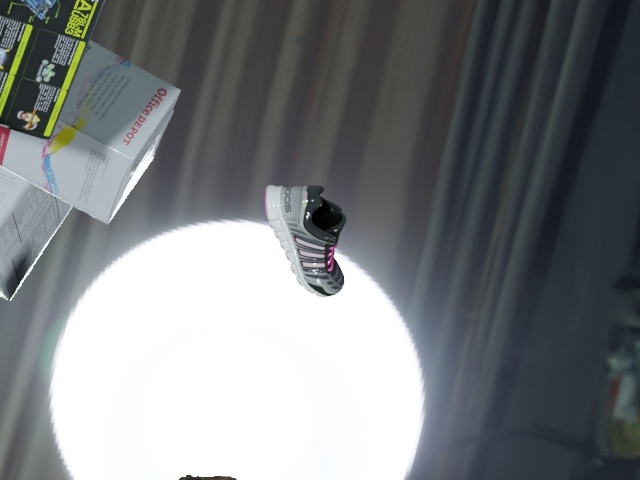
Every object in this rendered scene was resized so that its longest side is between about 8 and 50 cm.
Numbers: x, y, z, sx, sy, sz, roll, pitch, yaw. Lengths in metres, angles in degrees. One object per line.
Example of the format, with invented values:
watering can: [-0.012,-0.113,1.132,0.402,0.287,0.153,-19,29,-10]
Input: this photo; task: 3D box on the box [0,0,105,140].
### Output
box: [-0.300,-0.199,1.311,0.184,0.191,0.045,15,-146,-19]

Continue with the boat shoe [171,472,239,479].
boat shoe: [-0.194,0.381,2.224,0.178,0.064,0.060,-5,-139,-46]

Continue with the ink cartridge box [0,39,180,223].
ink cartridge box: [-0.268,-0.131,1.608,0.176,0.128,0.127,29,139,-1]

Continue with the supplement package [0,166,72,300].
supplement package: [-0.467,-0.098,2.066,0.199,0.263,0.198,24,153,10]

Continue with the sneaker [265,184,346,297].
sneaker: [0.000,0.000,1.645,0.074,0.063,0.170,-11,130,21]
